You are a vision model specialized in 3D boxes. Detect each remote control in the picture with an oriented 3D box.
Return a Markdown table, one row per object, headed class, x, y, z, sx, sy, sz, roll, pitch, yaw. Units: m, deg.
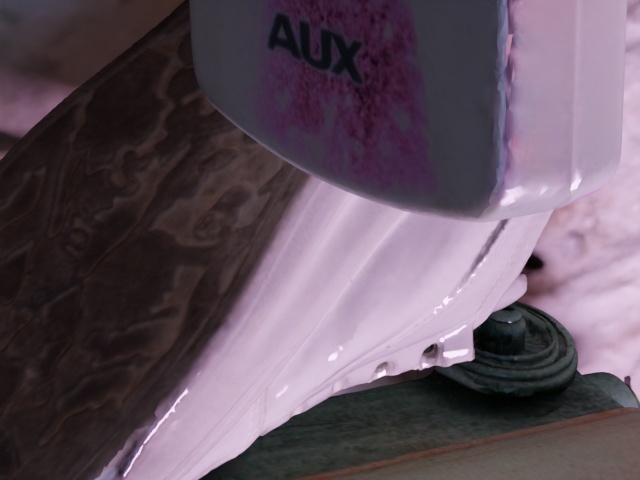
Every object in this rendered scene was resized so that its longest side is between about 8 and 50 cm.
| class | x | y | z | sx | sy | sz | roll | pitch | yaw |
| --- | --- | --- | --- | --- | --- | --- | --- | --- | --- |
| remote control | 0.014 | -0.177 | 0.405 | 0.050 | 0.145 | 0.344 | -15 | 115 | -31 |

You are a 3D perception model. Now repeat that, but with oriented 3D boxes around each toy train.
| class | x | y | z | sx | sy | sz | roll | pitch | yaw |
| --- | --- | --- | --- | --- | --- | --- | --- | --- | --- |
| toy train | 0.030 | 0.110 | 0.658 | 0.285 | 0.177 | 0.116 | -7 | 121 | -32 |

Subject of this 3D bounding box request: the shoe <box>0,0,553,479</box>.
| class | x | y | z | sx | sy | sz | roll | pitch | yaw |
| --- | --- | --- | --- | --- | --- | --- | --- | --- | --- |
| shoe | 0.000 | 0.000 | 0.597 | 0.316 | 0.124 | 0.159 | -47 | 142 | -4 |
